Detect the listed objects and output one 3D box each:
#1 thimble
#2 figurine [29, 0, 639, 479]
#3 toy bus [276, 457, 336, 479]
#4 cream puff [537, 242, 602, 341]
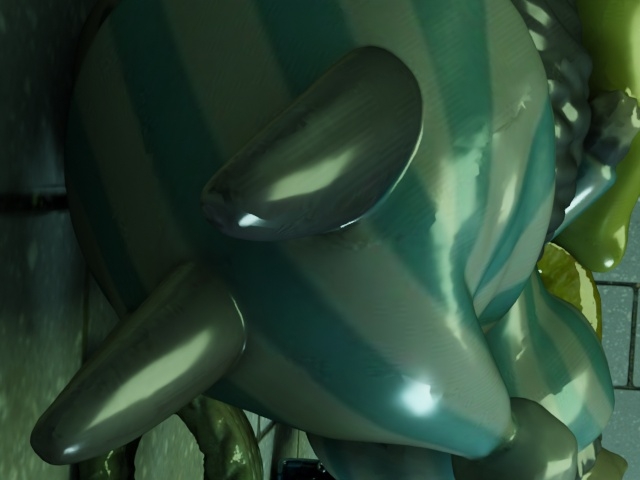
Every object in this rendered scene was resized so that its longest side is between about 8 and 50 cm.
[{"bbox_3d":[-0.072,0.111,0.648,0.062,0.084,0.110,63,22,-79],"label":"thimble"},{"bbox_3d":[-0.014,0.023,0.578,0.377,0.266,0.362,-34,115,-52],"label":"figurine"},{"bbox_3d":[-0.006,0.301,1.228,0.106,0.090,0.185,69,27,-74],"label":"toy bus"},{"bbox_3d":[0.089,0.064,1.255,0.257,0.324,0.291,42,22,-34],"label":"cream puff"}]
